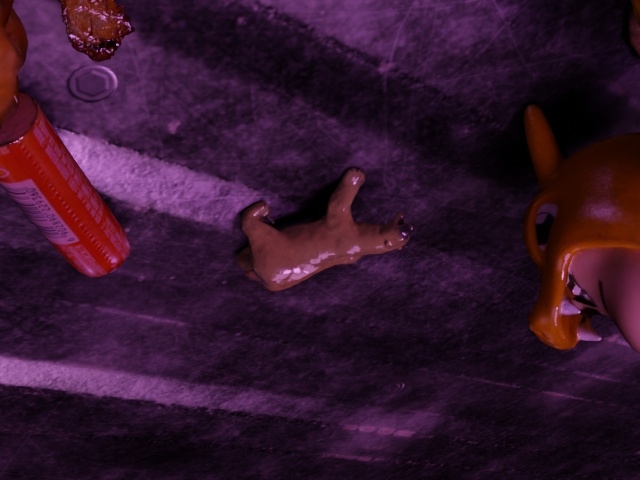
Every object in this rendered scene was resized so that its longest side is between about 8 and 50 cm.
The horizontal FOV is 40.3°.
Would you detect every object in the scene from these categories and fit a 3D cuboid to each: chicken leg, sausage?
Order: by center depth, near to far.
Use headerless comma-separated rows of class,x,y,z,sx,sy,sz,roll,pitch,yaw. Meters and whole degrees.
chicken leg,-0.186,-0.206,0.722,0.062,0.037,0.145,5,140,-5
sausage,-0.262,-0.037,0.894,0.074,0.074,0.274,-19,145,1

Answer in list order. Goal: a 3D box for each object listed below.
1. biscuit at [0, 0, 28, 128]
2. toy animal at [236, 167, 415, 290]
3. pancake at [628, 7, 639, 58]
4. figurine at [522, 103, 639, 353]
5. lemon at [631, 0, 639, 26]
biscuit,-0.388,-0.159,0.643,0.325,0.107,0.326,-11,148,-7
toy animal,0.000,0.000,1.039,0.218,0.101,0.103,-19,144,1
pancake,0.425,-0.262,0.947,0.199,0.021,0.199,-13,144,-10
figurine,0.423,-0.039,0.947,0.387,0.401,0.268,-6,121,31
lemon,0.420,-0.252,0.708,0.336,0.336,0.336,-12,145,-9
